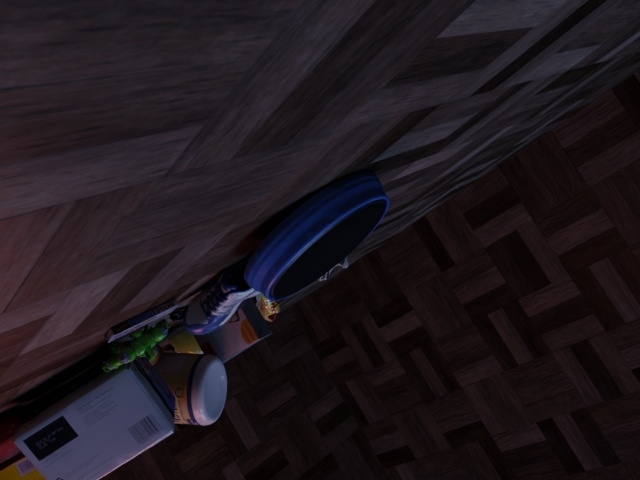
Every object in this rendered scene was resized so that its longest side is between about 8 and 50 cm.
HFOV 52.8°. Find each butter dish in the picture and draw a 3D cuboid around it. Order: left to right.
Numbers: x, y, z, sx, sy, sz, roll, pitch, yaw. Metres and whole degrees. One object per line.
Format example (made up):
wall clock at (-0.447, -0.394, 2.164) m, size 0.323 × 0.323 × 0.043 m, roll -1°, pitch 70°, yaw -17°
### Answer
butter dish at (-0.874, 0.536, 1.769) m, size 0.160 × 0.118 × 0.160 m, roll -27°, pitch -146°, yaw -27°

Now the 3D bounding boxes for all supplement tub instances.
supplement tub at (-0.491, 0.484, 2.122) m, size 0.317 × 0.228 × 0.228 m, roll -1°, pitch -179°, yaw 14°

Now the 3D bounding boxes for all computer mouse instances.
computer mouse at (-0.279, 0.182, 1.821) m, size 0.262 × 0.060 × 0.184 m, roll -22°, pitch 177°, yaw 15°

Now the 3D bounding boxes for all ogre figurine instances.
ogre figurine at (-0.463, 0.267, 1.661) m, size 0.197 × 0.096 × 0.118 m, roll -14°, pitch 177°, yaw -31°

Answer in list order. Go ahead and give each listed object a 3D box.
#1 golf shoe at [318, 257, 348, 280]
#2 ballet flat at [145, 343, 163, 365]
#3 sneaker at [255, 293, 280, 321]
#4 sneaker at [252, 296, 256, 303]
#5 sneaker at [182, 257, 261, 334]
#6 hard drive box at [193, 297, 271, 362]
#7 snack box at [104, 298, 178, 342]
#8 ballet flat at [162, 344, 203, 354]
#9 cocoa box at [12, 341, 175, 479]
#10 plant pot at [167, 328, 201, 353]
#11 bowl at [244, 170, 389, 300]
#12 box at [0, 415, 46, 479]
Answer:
golf shoe at (-0.038, 0.097, 2.180) m, size 0.273 × 0.120 × 0.105 m, roll -31°, pitch 175°, yaw 7°
ballet flat at (-0.556, 0.356, 1.992) m, size 0.073 × 0.080 × 0.232 m, roll -52°, pitch 166°, yaw 25°
sneaker at (-0.182, 0.219, 2.336) m, size 0.081 × 0.094 × 0.208 m, roll -52°, pitch 166°, yaw -39°
sneaker at (-0.272, 0.221, 2.337) m, size 0.144 × 0.053 × 0.059 m, roll -26°, pitch 169°, yaw -45°
sneaker at (-0.246, 0.128, 1.647) m, size 0.296 × 0.112 × 0.131 m, roll -38°, pitch 162°, yaw 3°
hard drive box at (-0.311, 0.301, 2.200) m, size 0.232 × 0.181 × 0.089 m, roll -35°, pitch 172°, yaw 26°
snack box at (-0.431, 0.193, 1.560) m, size 0.178 × 0.022 × 0.064 m, roll -26°, pitch 172°, yaw -39°
ballet flat at (-0.569, 0.439, 2.495) m, size 0.343 × 0.116 × 0.124 m, roll -28°, pitch 155°, yaw 8°
cocoa box at (-0.608, 0.488, 1.785) m, size 0.347 × 0.231 × 0.228 m, roll -32°, pitch -166°, yaw -5°
plant pot at (-0.475, 0.371, 2.353) m, size 0.134 × 0.095 × 0.134 m, roll -30°, pitch 173°, yaw -4°
bowl at (0.000, 0.000, 1.505) m, size 0.391 × 0.077 × 0.391 m, roll -37°, pitch 166°, yaw -11°
box at (-0.857, 0.633, 1.992) m, size 0.290 × 0.177 × 0.279 m, roll -27°, pitch -172°, yaw -27°
